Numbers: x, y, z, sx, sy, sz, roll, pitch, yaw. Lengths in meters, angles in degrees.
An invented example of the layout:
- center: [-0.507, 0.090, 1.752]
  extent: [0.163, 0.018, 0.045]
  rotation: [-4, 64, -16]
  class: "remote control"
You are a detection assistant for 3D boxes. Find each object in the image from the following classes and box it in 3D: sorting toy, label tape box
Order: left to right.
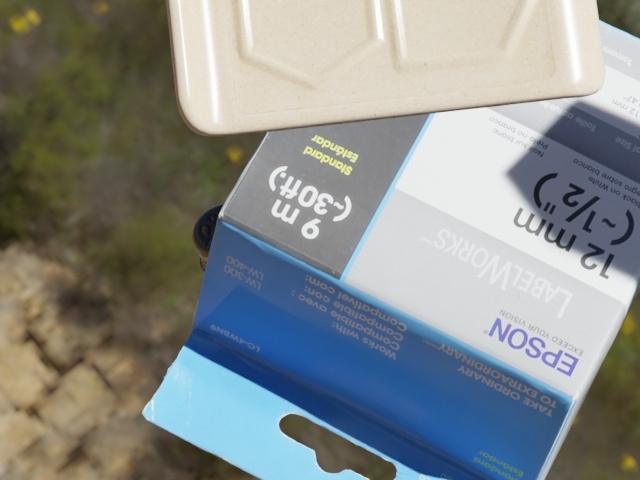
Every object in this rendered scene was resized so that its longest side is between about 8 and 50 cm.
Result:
- center: [0.026, -0.152, 0.967]
  extent: [0.038, 0.208, 0.193]
  rotation: [113, -29, -80]
  class: "sorting toy"
- center: [0.074, 0.007, 1.256]
  extent: [0.249, 0.348, 0.115]
  rotation: [27, -19, 9]
  class: "label tape box"

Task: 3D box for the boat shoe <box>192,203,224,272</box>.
- center: [0.000, 0.000, 1.423]
  extent: [0.064, 0.178, 0.060]
  rotation: [-95, 176, -46]
  class: "boat shoe"
